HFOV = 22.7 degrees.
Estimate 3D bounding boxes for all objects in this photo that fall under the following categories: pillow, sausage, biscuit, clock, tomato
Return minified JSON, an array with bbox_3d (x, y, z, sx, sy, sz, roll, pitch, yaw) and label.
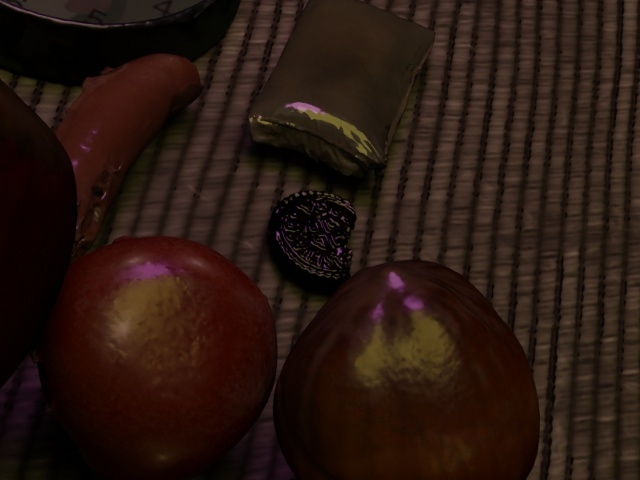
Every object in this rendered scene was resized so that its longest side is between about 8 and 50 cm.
[{"bbox_3d":[0.020,-0.133,1.319,0.119,0.053,0.208,25,45,-4],"label":"pillow"},{"bbox_3d":[-0.172,-0.053,1.166,0.078,0.078,0.304,29,49,2],"label":"sausage"},{"bbox_3d":[0.000,0.000,1.222,0.089,0.027,0.087,41,51,14],"label":"biscuit"},{"bbox_3d":[-0.211,-0.268,1.328,0.319,0.066,0.319,11,49,-13],"label":"clock"},{"bbox_3d":[-0.101,0.078,1.027,0.167,0.167,0.167,11,50,-14],"label":"tomato"}]

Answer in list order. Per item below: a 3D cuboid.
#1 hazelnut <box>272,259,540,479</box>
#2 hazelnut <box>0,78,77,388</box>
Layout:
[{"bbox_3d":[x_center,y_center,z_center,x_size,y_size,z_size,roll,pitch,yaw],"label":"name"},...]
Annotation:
[{"bbox_3d":[0.060,0.102,1.021,0.182,0.182,0.182,11,50,-14],"label":"hazelnut"},{"bbox_3d":[-0.349,-0.034,0.908,0.409,0.359,0.359,30,47,18],"label":"hazelnut"}]
